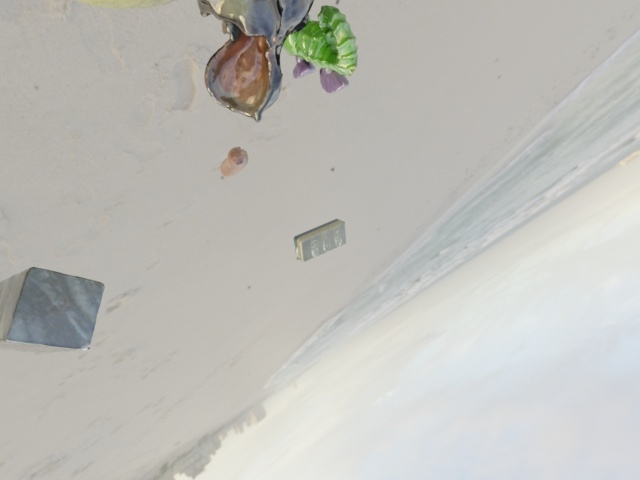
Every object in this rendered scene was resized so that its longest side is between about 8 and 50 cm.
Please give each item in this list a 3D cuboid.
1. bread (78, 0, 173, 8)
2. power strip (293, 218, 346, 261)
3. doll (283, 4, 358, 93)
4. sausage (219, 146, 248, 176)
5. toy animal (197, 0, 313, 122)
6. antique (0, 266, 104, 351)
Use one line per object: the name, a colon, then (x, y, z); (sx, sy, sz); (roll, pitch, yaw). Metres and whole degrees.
bread: (-0.215, -0.382, 0.370); (0.320, 0.320, 0.237); (-38, 168, 20)
power strip: (0.000, 0.000, 0.853); (0.123, 0.032, 0.056); (-23, 122, -30)
doll: (-0.007, -0.230, 0.462); (0.050, 0.190, 0.115); (-31, 134, -8)
sausage: (-0.171, -0.153, 0.797); (0.043, 0.043, 0.186); (-29, -169, -16)
toy animal: (0.000, -0.262, 0.307); (0.343, 0.106, 0.168); (-55, 180, 6)
antique: (-0.371, 0.098, 0.528); (0.183, 0.086, 0.088); (-14, 153, 38)
